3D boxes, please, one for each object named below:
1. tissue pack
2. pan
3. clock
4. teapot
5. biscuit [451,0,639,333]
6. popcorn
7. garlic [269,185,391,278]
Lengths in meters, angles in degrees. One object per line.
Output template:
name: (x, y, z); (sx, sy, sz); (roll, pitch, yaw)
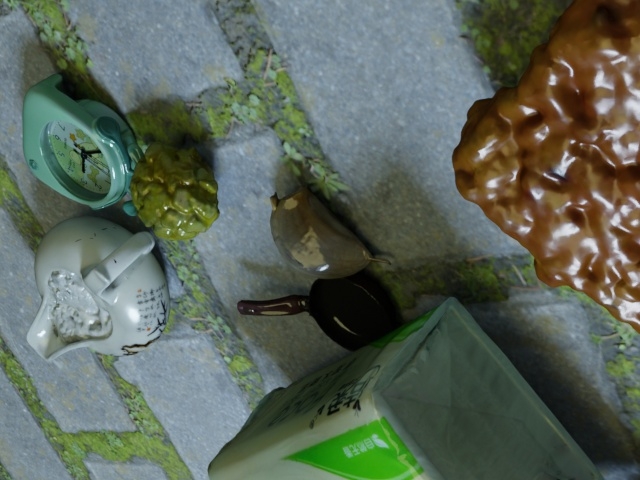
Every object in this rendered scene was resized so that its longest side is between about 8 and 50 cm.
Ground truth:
tissue pack: (0.094, 0.294, 1.174); (0.332, 0.205, 0.405); (50, 144, -3)
pan: (-0.005, 0.082, 1.241); (0.212, 0.040, 0.115); (2, 123, 28)
clock: (-0.296, -0.112, 1.303); (0.188, 0.060, 0.148); (32, 135, 13)
teapot: (-0.301, 0.062, 1.379); (0.208, 0.165, 0.300); (55, 148, 6)
biscuit: (0.292, -0.063, 0.853); (0.318, 0.110, 0.312); (40, 138, 2)
popcorn: (-0.168, -0.056, 1.224); (0.120, 0.116, 0.106); (16, 174, 32)
garlic: (-0.005, 0.004, 1.164); (0.152, 0.066, 0.084); (46, 135, 2)
